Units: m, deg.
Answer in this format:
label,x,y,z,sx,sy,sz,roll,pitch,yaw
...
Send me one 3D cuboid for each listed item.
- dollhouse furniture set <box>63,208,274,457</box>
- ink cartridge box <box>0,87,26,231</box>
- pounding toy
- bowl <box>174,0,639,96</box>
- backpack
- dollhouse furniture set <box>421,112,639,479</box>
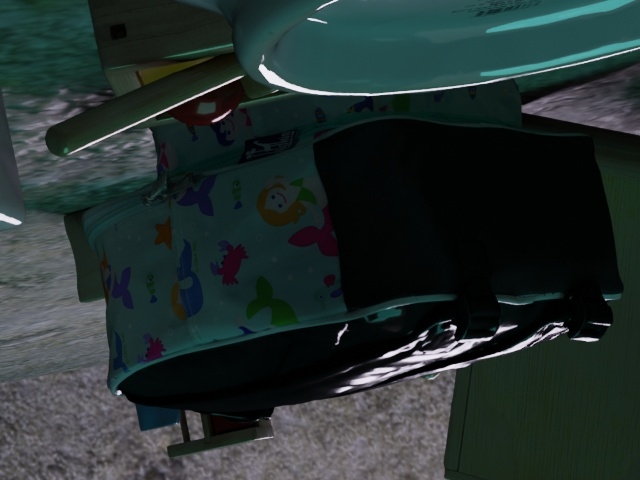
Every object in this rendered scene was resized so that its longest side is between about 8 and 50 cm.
label,x,y,z,sx,sy,sz,roll,pitch,yaw
dollhouse furniture set,-0.085,0.059,1.389,0.129,0.184,0.129,-14,173,21
ink cartridge box,-0.224,-0.047,0.552,0.197,0.114,0.273,-13,174,7
pounding toy,-0.033,-0.080,0.670,0.130,0.100,0.141,-12,174,-2
bowl,0.039,-0.112,0.391,0.297,0.134,0.298,-11,173,-1
backpack,0.000,0.000,1.009,0.253,0.191,0.225,-27,163,40
dollhouse furniture set,0.252,0.024,1.426,0.362,0.257,0.394,14,-163,25
